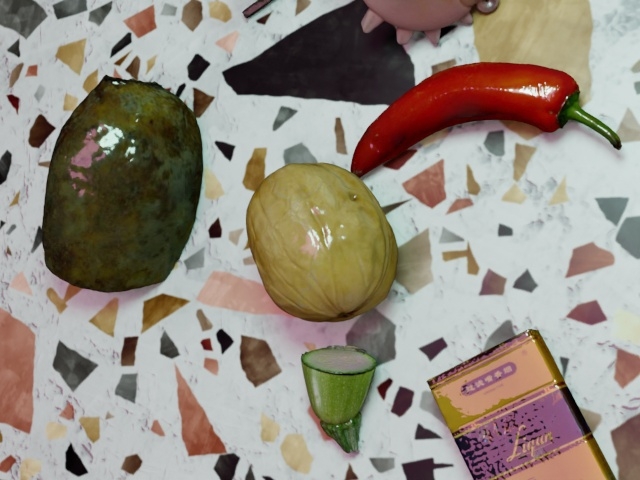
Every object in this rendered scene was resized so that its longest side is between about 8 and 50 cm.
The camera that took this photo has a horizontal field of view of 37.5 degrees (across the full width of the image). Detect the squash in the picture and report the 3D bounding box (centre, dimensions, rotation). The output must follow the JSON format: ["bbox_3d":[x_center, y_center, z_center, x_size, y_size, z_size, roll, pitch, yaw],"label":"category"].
[{"bbox_3d":[0.022,0.220,1.281,0.105,0.105,0.132,10,106,24],"label":"squash"}]

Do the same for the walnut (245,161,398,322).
[{"bbox_3d":[0.000,0.000,1.247,0.195,0.195,0.221,-35,68,16],"label":"walnut"}]

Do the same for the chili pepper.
[{"bbox_3d":[0.204,-0.166,1.247,0.369,0.092,0.137,-5,101,30],"label":"chili pepper"}]

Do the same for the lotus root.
[{"bbox_3d":[-0.284,-0.077,1.400,0.142,0.210,0.314,24,107,36],"label":"lotus root"}]

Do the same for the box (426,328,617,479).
[{"bbox_3d":[0.255,0.249,1.177,0.152,0.070,0.237,-30,75,18],"label":"box"}]

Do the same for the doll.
[{"bbox_3d":[0.121,-0.361,1.242,0.262,0.093,0.211,13,119,-12],"label":"doll"}]

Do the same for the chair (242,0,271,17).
[{"bbox_3d":[-0.029,-0.469,1.337,0.319,0.160,0.186,-26,76,22],"label":"chair"}]
